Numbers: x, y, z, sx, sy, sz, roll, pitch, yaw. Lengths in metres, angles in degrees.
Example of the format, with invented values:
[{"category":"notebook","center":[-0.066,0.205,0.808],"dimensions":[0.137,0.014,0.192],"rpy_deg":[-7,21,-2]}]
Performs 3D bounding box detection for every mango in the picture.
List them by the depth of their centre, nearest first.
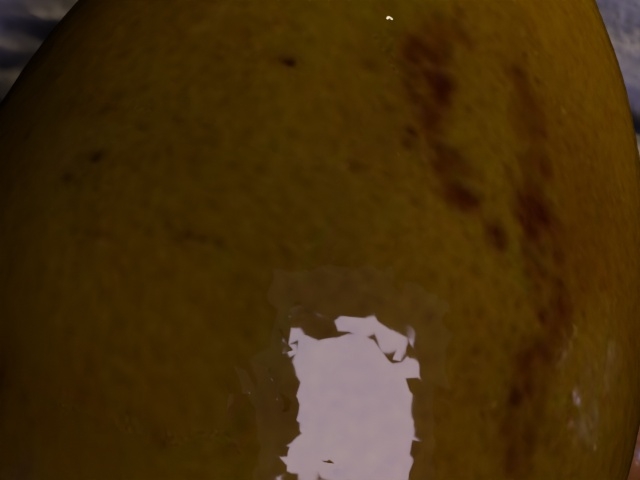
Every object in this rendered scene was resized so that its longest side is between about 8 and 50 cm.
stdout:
[{"category":"mango","center":[0.000,0.000,0.663],"dimensions":[0.264,0.221,0.378],"rpy_deg":[28,61,-31]}]

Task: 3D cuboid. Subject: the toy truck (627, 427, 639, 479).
[{"category":"toy truck","center":[0.133,0.163,0.784],"dimensions":[0.239,0.189,0.265],"rpy_deg":[46,60,-16]}]
